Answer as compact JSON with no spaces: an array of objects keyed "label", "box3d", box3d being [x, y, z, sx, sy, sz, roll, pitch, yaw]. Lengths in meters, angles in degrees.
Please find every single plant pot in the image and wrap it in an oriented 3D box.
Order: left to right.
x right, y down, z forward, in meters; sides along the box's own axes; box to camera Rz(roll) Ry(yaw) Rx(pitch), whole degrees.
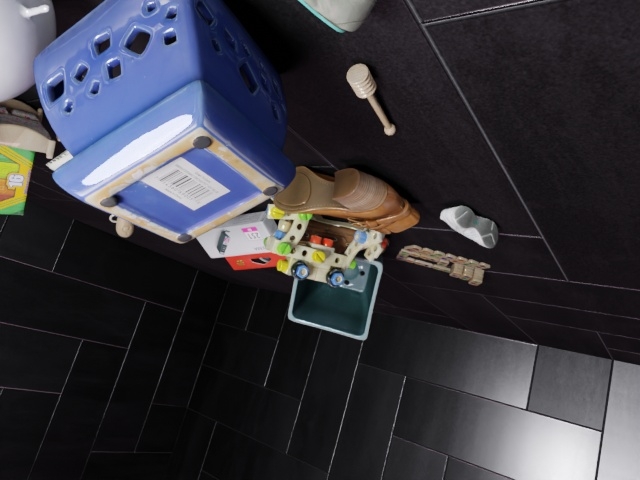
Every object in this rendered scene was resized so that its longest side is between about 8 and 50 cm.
[{"label":"plant pot","box3d":[-0.175,-0.140,0.601,0.236,0.212,0.236,-25,153,16]},{"label":"plant pot","box3d":[0.068,0.124,1.540,0.248,0.247,0.252,14,-164,11]}]

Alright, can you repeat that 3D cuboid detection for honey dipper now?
[{"label":"honey dipper","box3d":[0.077,-0.189,0.691,0.031,0.030,0.161,10,167,26]}]

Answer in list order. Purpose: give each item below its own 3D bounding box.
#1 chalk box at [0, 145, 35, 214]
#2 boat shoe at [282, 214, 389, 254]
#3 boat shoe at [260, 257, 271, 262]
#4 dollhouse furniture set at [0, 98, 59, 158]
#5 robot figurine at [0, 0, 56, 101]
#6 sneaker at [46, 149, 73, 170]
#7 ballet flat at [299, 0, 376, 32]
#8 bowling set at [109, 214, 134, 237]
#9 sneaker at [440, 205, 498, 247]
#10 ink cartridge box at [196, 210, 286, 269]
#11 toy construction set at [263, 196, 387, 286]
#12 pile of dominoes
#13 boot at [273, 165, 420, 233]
[{"label":"chalk box","box3d":[-0.813,-0.174,1.058,0.179,0.180,0.289,33,-158,34]},{"label":"boat shoe","box3d":[0.034,0.000,1.365,0.308,0.104,0.110,16,167,3]},{"label":"boat shoe","box3d":[-0.157,0.028,1.680,0.303,0.114,0.091,32,142,-16]},{"label":"dollhouse furniture set","box3d":[-0.635,-0.275,0.975,0.356,0.173,0.303,6,-157,-42]},{"label":"robot figurine","box3d":[-0.485,-0.288,0.584,0.354,0.199,0.300,18,165,-6]},{"label":"sneaker","box3d":[-0.438,-0.162,1.053,0.294,0.102,0.146,-13,120,29]},{"label":"ballet flat","box3d":[-0.038,-0.271,0.447,0.213,0.072,0.068,21,139,-24]},{"label":"bowling set","box3d":[-0.408,-0.133,1.276,0.287,0.199,0.154,-10,146,-26]},{"label":"sneaker","box3d":[0.315,-0.032,1.029,0.152,0.053,0.061,30,171,-28]},{"label":"ink cartridge box","box3d":[-0.238,0.024,1.573,0.275,0.060,0.238,-7,131,27]},{"label":"toy construction set","box3d":[0.000,0.000,1.230,0.328,0.214,0.151,14,-179,-13]},{"label":"pile of dominoes","box3d":[0.352,0.077,1.443,0.251,0.040,0.196,15,167,6]},{"label":"boot","box3d":[0.054,-0.081,1.059,0.284,0.108,0.220,-7,159,43]}]
